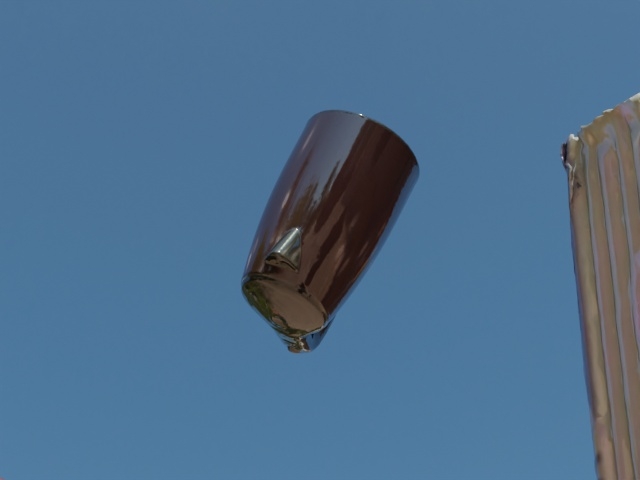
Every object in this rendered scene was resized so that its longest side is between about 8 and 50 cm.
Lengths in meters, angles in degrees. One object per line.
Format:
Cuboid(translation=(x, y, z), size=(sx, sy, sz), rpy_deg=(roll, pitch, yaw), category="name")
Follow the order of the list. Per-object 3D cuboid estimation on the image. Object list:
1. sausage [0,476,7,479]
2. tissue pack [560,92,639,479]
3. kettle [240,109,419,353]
Cuboid(translation=(-0.226, 0.159, 0.631), size=(0.258, 0.133, 0.133), rpy_deg=(21, -52, -18), category="sausage")
Cuboid(translation=(0.242, 0.109, 0.563), size=(0.242, 0.344, 0.125), rpy_deg=(5, -17, -27), category="tissue pack")
Cuboid(translation=(0.000, 0.000, 1.418), size=(0.144, 0.232, 0.202), rpy_deg=(20, -29, 15), category="kettle")
